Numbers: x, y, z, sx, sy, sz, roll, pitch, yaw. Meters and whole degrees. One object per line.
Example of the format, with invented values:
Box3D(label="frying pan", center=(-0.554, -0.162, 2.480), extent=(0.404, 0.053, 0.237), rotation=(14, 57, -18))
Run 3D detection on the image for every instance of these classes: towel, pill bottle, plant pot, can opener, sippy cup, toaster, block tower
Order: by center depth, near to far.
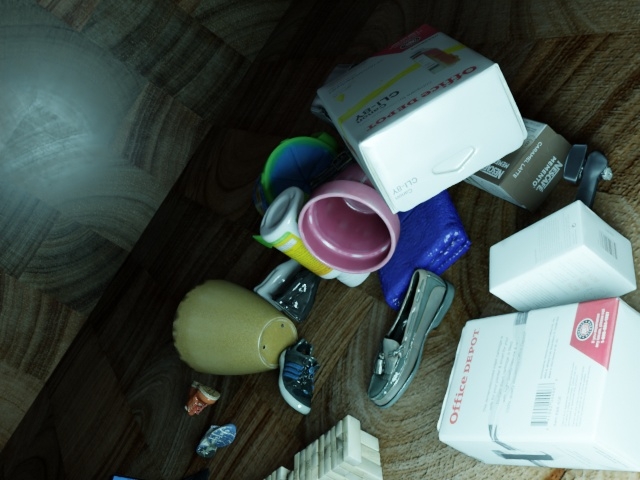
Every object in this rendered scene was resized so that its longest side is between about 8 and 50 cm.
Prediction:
Box3D(label="can opener", center=(0.430, -0.069, 1.298), extent=(0.073, 0.059, 0.186), rotation=(6, 72, 33))
Box3D(label="block tower", center=(-0.026, 0.453, 1.440), extent=(0.335, 0.097, 0.091), rotation=(-44, 28, 28))
Box3D(label="plant pot", center=(0.076, -0.062, 1.626), extent=(0.201, 0.201, 0.180), rotation=(-34, 19, 39))
Box3D(label="towel", center=(0.199, -0.022, 1.639), extent=(0.228, 0.076, 0.308), rotation=(-51, 25, 28))
Box3D(label="pill bottle", center=(0.000, 0.000, 1.750), extent=(0.136, 0.245, 0.136), rotation=(-41, 28, 28))
Box3D(label="plant pot", center=(-0.179, 0.220, 1.875), extent=(0.254, 0.237, 0.237), rotation=(5, 63, 46))
Box3D(label="sippy cup", center=(-0.071, -0.135, 2.096), extent=(0.305, 0.240, 0.224), rotation=(-24, 1, -24))
Box3D(label="toaster", center=(0.080, -0.371, 2.128), extent=(0.168, 0.185, 0.110), rotation=(-58, 29, -3))

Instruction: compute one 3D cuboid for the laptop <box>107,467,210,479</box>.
Box3D(label="laptop", center=(-0.404, 0.642, 1.832), extent=(0.264, 0.136, 0.234), rotation=(-33, 34, 40))

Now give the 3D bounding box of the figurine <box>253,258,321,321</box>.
Box3D(label="figurine", center=(-0.047, 0.080, 1.947), extent=(0.209, 0.092, 0.215), rotation=(-52, 23, -10))

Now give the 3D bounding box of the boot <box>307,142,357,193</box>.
Box3D(label="boot", center=(0.073, -0.218, 1.964), extent=(0.260, 0.131, 0.348), rotation=(-46, 39, 21))

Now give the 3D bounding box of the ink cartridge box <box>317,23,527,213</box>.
Box3D(label="ink cartridge box", center=(0.178, -0.247, 1.512), extent=(0.279, 0.160, 0.385), rotation=(-30, 28, 3))

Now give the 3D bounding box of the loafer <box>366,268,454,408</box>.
Box3D(label="loafer", center=(0.148, 0.176, 1.466), extent=(0.267, 0.084, 0.096), rotation=(-60, 25, -8))

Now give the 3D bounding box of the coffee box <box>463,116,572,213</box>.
Box3D(label="coffee box", center=(0.347, -0.158, 1.494), extent=(0.141, 0.098, 0.246), rotation=(-53, 25, 4))

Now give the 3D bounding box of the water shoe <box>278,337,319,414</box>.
Box3D(label="water shoe", center=(-0.043, 0.282, 1.695), extent=(0.080, 0.073, 0.203), rotation=(-46, 27, 15))

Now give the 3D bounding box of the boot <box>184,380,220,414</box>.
Box3D(label="boot", center=(-0.307, 0.413, 2.035), extent=(0.085, 0.059, 0.158), rotation=(-66, 18, -13))

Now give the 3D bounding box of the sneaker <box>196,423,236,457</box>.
Box3D(label="sneaker", center=(-0.246, 0.458, 1.873), extent=(0.135, 0.052, 0.058), rotation=(-39, 26, 32))

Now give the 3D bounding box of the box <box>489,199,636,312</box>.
Box3D(label="box", center=(0.361, 0.040, 1.195), extent=(0.170, 0.130, 0.091), rotation=(-32, 35, 40))

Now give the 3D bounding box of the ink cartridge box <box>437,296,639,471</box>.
Box3D(label="ink cartridge box", center=(0.313, 0.204, 1.103), extent=(0.273, 0.114, 0.197), rotation=(-17, 46, 52))
